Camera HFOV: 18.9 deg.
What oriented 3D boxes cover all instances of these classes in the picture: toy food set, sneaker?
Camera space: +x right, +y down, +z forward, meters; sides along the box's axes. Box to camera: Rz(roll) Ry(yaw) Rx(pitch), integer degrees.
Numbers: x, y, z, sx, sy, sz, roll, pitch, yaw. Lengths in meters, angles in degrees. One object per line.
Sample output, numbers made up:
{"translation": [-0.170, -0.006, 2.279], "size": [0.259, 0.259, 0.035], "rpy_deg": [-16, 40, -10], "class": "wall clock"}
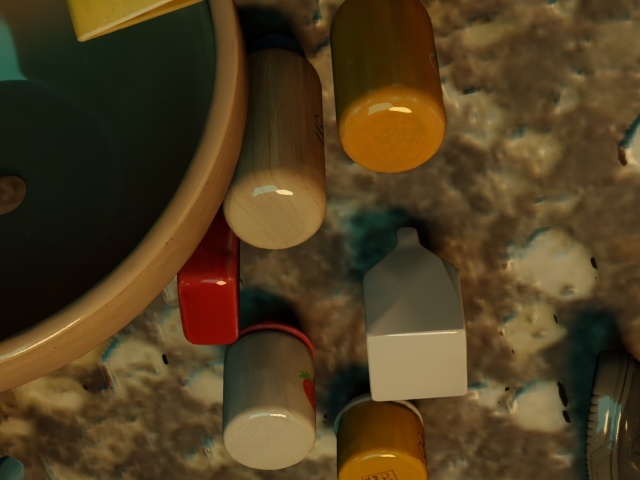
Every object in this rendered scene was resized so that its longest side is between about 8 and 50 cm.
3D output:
{"translation": [0.000, 0.000, 0.788], "size": [0.111, 0.104, 0.232], "rpy_deg": [-4, 134, 2], "class": "toy food set"}
{"translation": [0.160, 0.121, 0.817], "size": [0.089, 0.051, 0.170], "rpy_deg": [2, 121, 13], "class": "sneaker"}

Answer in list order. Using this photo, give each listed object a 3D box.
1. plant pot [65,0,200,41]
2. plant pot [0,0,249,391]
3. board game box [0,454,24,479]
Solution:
{"translation": [0.012, -0.201, 0.612], "size": [0.212, 0.212, 0.187], "rpy_deg": [-22, 96, 23], "class": "plant pot"}
{"translation": [-0.140, -0.038, 0.750], "size": [0.237, 0.237, 0.109], "rpy_deg": [8, 158, 11], "class": "plant pot"}
{"translation": [-0.382, 0.067, 0.861], "size": [0.390, 0.050, 0.390], "rpy_deg": [-33, 104, 27], "class": "board game box"}
